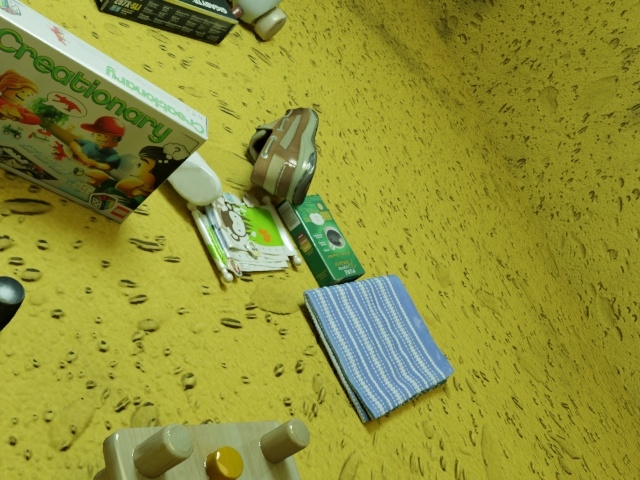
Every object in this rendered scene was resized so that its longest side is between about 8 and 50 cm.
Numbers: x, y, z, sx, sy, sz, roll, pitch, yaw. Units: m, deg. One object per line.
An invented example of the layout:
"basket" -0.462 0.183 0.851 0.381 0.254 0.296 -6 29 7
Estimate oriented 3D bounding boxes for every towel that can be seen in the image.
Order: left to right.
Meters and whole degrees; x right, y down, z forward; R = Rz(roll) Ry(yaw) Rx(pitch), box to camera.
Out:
"towel" 0.117 0.178 1.246 0.336 0.040 0.243 -5 63 -58

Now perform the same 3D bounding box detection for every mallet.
"mallet" -0.391 0.043 0.667 0.190 0.062 0.039 20 38 -23

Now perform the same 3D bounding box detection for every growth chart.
"growth chart" -0.124 -0.014 1.139 0.237 0.021 0.172 -7 62 -59

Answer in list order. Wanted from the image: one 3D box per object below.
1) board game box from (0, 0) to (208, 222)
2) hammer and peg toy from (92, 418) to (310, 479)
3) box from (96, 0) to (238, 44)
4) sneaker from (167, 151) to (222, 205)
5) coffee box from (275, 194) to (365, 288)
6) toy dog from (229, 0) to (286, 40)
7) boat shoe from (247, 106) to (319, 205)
"board game box" -0.315 -0.150 0.825 0.305 0.193 0.053 29 36 -37
"hammer and peg toy" -0.068 0.357 0.683 0.266 0.127 0.361 15 46 -52
"box" -0.340 -0.537 1.358 0.322 0.079 0.257 -4 59 -57
"sneaker" -0.237 -0.139 1.075 0.212 0.080 0.094 48 9 -4
"coffee box" 0.000 0.000 1.284 0.113 0.040 0.184 -10 66 -57
"toy dog" -0.126 -0.601 1.554 0.220 0.333 0.161 31 44 11
"boat shoe" -0.074 -0.182 1.299 0.120 0.122 0.324 15 26 -9
